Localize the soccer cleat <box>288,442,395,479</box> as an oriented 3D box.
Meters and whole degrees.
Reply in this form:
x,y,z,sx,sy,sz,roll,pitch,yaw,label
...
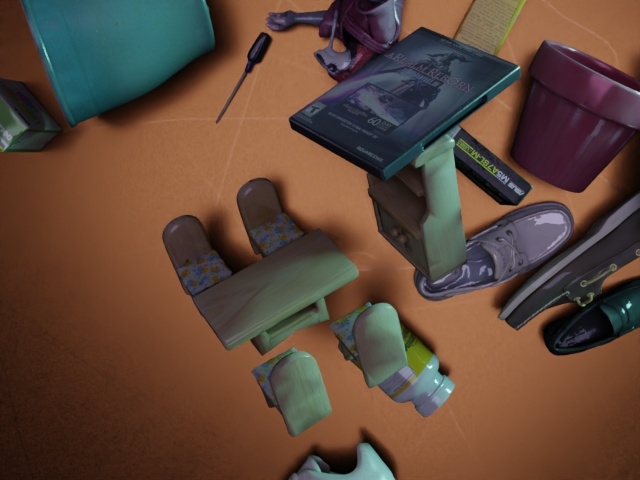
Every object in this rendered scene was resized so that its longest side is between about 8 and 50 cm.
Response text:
x,y,z,sx,sy,sz,roll,pitch,yaw,label
-0.033,0.446,1.582,0.331,0.116,0.143,-26,77,4,soccer cleat

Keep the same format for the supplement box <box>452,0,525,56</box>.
x,y,z,sx,sy,sz,roll,pitch,yaw,label
0.255,-0.328,1.492,0.080,0.078,0.233,26,97,2,supplement box

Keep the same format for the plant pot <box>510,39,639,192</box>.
x,y,z,sx,sy,sz,roll,pitch,yaw,label
0.388,-0.181,1.448,0.201,0.201,0.180,26,112,2,plant pot

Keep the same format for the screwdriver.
x,y,z,sx,sy,sz,roll,pitch,yaw,label
-0.127,-0.264,1.561,0.025,0.024,0.170,20,105,-26,screwdriver

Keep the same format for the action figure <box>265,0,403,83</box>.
x,y,z,sx,sy,sz,roll,pitch,yaw,label
0.086,-0.395,1.472,0.275,0.248,0.370,8,96,-23,action figure

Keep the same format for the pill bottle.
x,y,z,sx,sy,sz,roll,pitch,yaw,label
0.125,0.196,1.537,0.184,0.103,0.103,43,97,0,pill bottle

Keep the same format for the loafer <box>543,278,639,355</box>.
x,y,z,sx,sy,sz,roll,pitch,yaw,label
0.464,0.125,1.515,0.223,0.078,0.076,-26,93,7,loafer

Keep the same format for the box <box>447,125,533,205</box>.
x,y,z,sx,sy,sz,roll,pitch,yaw,label
0.228,-0.127,1.459,0.190,0.184,0.045,40,92,0,box

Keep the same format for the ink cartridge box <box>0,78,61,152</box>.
x,y,z,sx,sy,sz,roll,pitch,yaw,label
-0.498,-0.198,1.499,0.062,0.209,0.109,-41,91,7,ink cartridge box

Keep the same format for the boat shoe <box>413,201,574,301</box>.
x,y,z,sx,sy,sz,roll,pitch,yaw,label
0.281,0.027,1.512,0.277,0.096,0.098,-28,92,6,boat shoe

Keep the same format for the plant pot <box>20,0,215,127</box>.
x,y,z,sx,sy,sz,roll,pitch,yaw,label
-0.307,-0.340,1.459,0.255,0.271,0.272,-19,94,-9,plant pot

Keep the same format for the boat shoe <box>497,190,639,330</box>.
x,y,z,sx,sy,sz,roll,pitch,yaw,label
0.417,0.048,1.497,0.305,0.109,0.091,-40,86,3,boat shoe

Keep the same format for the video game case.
x,y,z,sx,sy,sz,roll,pitch,yaw,label
0.119,-0.202,1.345,0.274,0.026,0.196,-38,48,-21,video game case

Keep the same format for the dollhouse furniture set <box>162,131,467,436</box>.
x,y,z,sx,sy,sz,roll,pitch,yaw,label
0.000,0.000,1.376,0.394,0.362,0.256,-29,134,-14,dollhouse furniture set
